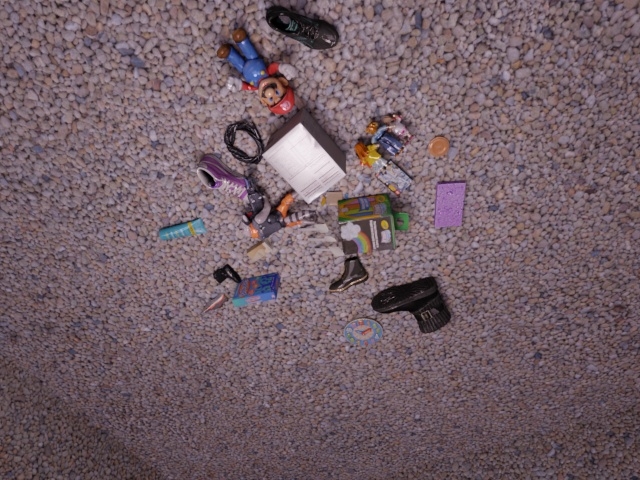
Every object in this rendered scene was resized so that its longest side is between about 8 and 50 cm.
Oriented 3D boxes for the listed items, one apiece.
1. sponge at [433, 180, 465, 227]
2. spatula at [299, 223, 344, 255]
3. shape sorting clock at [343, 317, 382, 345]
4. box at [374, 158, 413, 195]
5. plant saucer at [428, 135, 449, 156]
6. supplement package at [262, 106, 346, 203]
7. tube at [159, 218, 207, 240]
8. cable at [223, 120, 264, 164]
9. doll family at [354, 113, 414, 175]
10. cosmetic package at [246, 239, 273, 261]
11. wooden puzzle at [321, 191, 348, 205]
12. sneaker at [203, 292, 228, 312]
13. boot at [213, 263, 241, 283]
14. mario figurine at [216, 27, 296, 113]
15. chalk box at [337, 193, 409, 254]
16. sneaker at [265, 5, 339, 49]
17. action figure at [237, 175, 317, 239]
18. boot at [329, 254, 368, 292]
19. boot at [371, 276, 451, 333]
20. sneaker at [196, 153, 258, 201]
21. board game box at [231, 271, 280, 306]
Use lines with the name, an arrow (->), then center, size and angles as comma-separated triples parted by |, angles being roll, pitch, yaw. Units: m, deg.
sponge -> 0.553, -0.154, 1.866 | 0.117, 0.031, 0.210 | -3, 122, 5
spatula -> 0.000, 0.000, 1.896 | 0.168, 0.019, 0.242 | 53, 155, -19
shape sorting clock -> 0.224, 0.483, 2.277 | 0.205, 0.040, 0.207 | 1, 122, 2
box -> 0.306, -0.262, 1.812 | 0.137, 0.027, 0.094 | 38, 115, -19
plant saucer -> 0.475, -0.375, 1.741 | 0.083, 0.013, 0.084 | 1, 123, 2
supplement package -> -0.056, -0.329, 1.686 | 0.198, 0.199, 0.263 | -35, 114, 22
tube -> -0.630, -0.047, 1.988 | 0.206, 0.052, 0.080 | -13, 130, 3
cable -> -0.306, -0.383, 1.756 | 0.150, 0.047, 0.185 | -16, 121, 13
doll family -> 0.229, -0.371, 1.684 | 0.163, 0.118, 0.263 | 39, 118, -3
cosmetic package -> -0.282, 0.044, 2.026 | 0.115, 0.041, 0.060 | -33, 115, 21
wooden puzzle -> 0.061, -0.182, 1.885 | 0.116, 0.014, 0.079 | 3, 127, 1
sneaker -> -0.531, 0.332, 2.211 | 0.157, 0.061, 0.065 | -35, 121, 22
boot -> -0.458, 0.179, 2.118 | 0.099, 0.045, 0.121 | -32, 108, 18
mario figurine -> -0.218, -0.586, 1.547 | 0.320, 0.170, 0.198 | 46, 148, -14
chalk box -> 0.226, -0.072, 1.843 | 0.288, 0.179, 0.181 | -7, 125, 6
sneaker -> -0.064, -0.722, 1.498 | 0.267, 0.106, 0.101 | 14, 121, -8
action figure -> -0.202, -0.122, 1.820 | 0.329, 0.179, 0.342 | -25, 137, -3
boot -> 0.113, 0.156, 2.067 | 0.197, 0.077, 0.137 | -25, 114, 2
boot -> 0.446, 0.346, 2.126 | 0.347, 0.131, 0.260 | -18, 119, 13
sneaker -> -0.388, -0.226, 1.794 | 0.282, 0.161, 0.102 | 33, 117, -18
board game box -> -0.304, 0.233, 2.076 | 0.210, 0.160, 0.047 | -13, 120, 10
